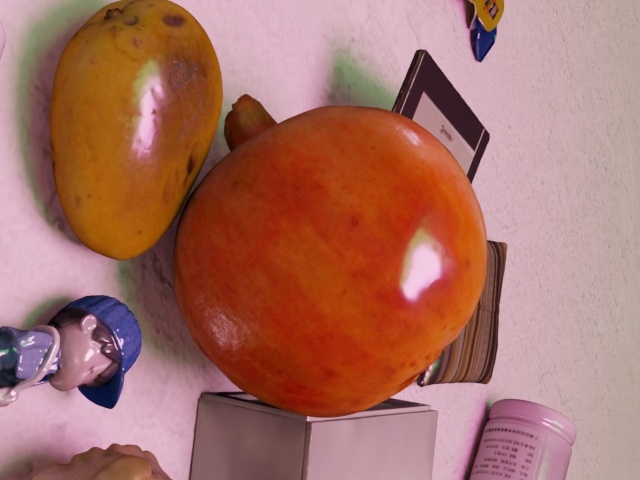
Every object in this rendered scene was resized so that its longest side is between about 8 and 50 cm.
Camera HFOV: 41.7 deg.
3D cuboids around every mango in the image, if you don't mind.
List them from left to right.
[{"bbox_3d":[-0.134,-0.081,0.621,0.137,0.098,0.195,-6,103,-59],"label":"mango"}]

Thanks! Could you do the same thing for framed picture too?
[{"bbox_3d":[0.091,-0.001,0.920,0.265,0.016,0.347,25,86,-61],"label":"framed picture"}]

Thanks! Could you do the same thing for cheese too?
[{"bbox_3d":[0.219,-0.363,1.125,0.156,0.064,0.250,-56,147,-35],"label":"cheese"}]

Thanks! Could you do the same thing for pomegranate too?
[{"bbox_3d":[0.000,0.000,0.689,0.270,0.252,0.229,51,9,6],"label":"pomegranate"}]

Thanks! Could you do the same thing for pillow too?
[{"bbox_3d":[0.199,0.095,1.142,0.212,0.052,0.208,11,87,-54],"label":"pillow"}]

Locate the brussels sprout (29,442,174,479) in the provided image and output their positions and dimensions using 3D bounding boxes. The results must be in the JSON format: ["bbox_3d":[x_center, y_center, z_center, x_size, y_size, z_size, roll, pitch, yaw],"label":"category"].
[{"bbox_3d":[-0.138,0.296,0.521,0.242,0.316,0.274,2,112,-24],"label":"brussels sprout"}]

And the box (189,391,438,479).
[{"bbox_3d":[0.002,0.194,0.806,0.225,0.129,0.086,12,83,-55],"label":"box"}]

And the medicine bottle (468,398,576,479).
[{"bbox_3d":[0.277,0.366,1.207,0.133,0.133,0.250,51,52,-44],"label":"medicine bottle"}]

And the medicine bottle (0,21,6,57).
[{"bbox_3d":[-0.259,-0.018,0.403,0.152,0.152,0.255,40,61,-49],"label":"medicine bottle"}]

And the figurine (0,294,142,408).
[{"bbox_3d":[-0.192,0.076,0.589,0.136,0.077,0.079,10,50,-40],"label":"figurine"}]
